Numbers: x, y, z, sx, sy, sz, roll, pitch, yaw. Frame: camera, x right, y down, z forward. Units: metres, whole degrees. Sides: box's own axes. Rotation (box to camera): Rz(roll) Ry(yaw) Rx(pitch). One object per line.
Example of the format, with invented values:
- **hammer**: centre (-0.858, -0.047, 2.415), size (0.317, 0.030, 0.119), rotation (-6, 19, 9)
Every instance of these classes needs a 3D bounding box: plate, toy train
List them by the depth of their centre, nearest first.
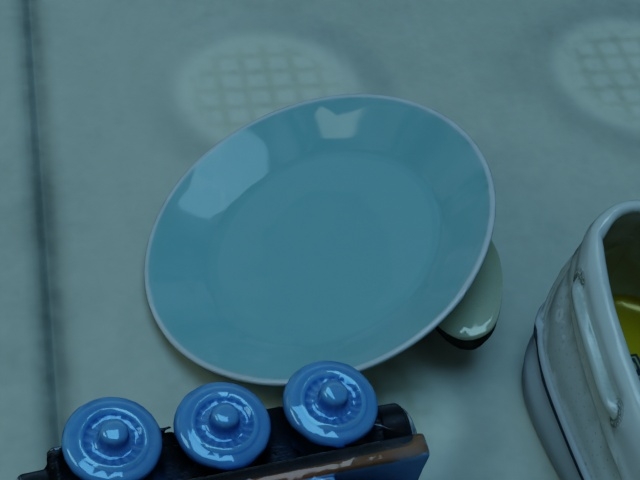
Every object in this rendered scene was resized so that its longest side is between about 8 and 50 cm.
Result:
- **toy train**: centre (-0.038, 0.119, 0.611), size (0.184, 0.080, 0.105), rotation (-8, 57, -17)
- **plate**: centre (0.000, 0.000, 0.731), size (0.188, 0.024, 0.188), rotation (-10, 49, 12)

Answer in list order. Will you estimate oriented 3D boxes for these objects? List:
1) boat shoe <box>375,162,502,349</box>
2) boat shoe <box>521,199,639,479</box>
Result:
- **boat shoe**: centre (0.062, 0.009, 0.746), size (0.049, 0.042, 0.133), rotation (-15, 45, -8)
- **boat shoe**: centre (0.202, 0.119, 0.582), size (0.136, 0.156, 0.367), rotation (-8, 48, -15)
